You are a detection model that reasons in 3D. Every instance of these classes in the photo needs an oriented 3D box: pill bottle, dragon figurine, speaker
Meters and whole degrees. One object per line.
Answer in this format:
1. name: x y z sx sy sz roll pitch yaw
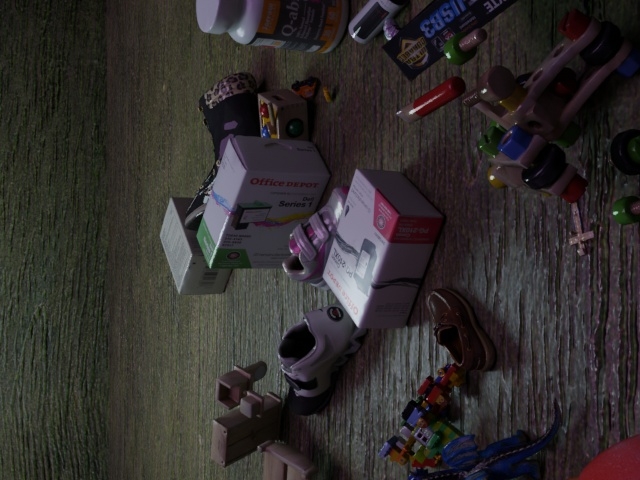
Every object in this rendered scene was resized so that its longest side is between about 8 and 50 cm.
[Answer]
1. pill bottle: -0.097 -0.469 1.838 0.162 0.278 0.162 0 90 62
2. dragon figurine: 0.235 0.329 1.329 0.289 0.144 0.085 -53 45 48
3. speaker: 0.107 -0.422 1.690 0.136 0.055 0.055 -37 58 56

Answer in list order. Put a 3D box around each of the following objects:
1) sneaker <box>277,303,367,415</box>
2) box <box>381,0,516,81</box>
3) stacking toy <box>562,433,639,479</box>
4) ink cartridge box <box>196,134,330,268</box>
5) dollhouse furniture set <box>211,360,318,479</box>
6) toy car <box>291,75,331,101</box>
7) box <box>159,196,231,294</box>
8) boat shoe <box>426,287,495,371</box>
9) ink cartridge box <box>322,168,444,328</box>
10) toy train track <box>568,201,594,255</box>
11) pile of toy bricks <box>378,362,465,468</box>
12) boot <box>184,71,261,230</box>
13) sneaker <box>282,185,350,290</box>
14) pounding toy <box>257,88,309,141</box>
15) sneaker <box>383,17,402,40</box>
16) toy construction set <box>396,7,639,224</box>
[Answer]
1. sneaker: -0.034 0.240 1.847 0.122 0.146 0.330 64 143 39
2. box: 0.253 -0.366 1.195 0.073 0.293 0.295 49 147 -6
3. stacking toy: 0.421 0.272 0.907 0.480 0.351 0.350 -54 41 20
4. ink cartridge box: -0.126 -0.076 1.962 0.117 0.201 0.278 63 141 41
5. dollhouse furniture set: -0.048 0.454 1.937 0.356 0.174 0.303 23 119 37
6. toy car: -0.019 -0.308 1.929 0.122 0.060 0.040 -126 13 -58
7. box: -0.328 0.013 2.423 0.232 0.127 0.148 64 142 41
8. boat shoe: 0.213 0.139 1.466 0.178 0.060 0.064 60 139 45
9. ink cartridge box: 0.106 0.016 1.629 0.172 0.100 0.237 54 135 50
10. toy train track: 0.352 -0.020 1.258 0.048 0.014 0.083 -29 63 58
11. pile of toy bricks: 0.188 0.308 1.485 0.105 0.118 0.212 37 117 19
12. boot: -0.236 -0.207 2.243 0.377 0.138 0.284 -41 55 50
13. sneaker: 0.000 0.000 1.818 0.103 0.111 0.252 60 139 44
14. pounding toy: -0.088 -0.260 1.973 0.141 0.100 0.130 -138 39 -55
15. sneaker: 0.151 -0.368 1.628 0.069 0.038 0.098 -40 64 53
16. toy construction set: 0.244 -0.155 1.191 0.237 0.309 0.257 158 118 -65
